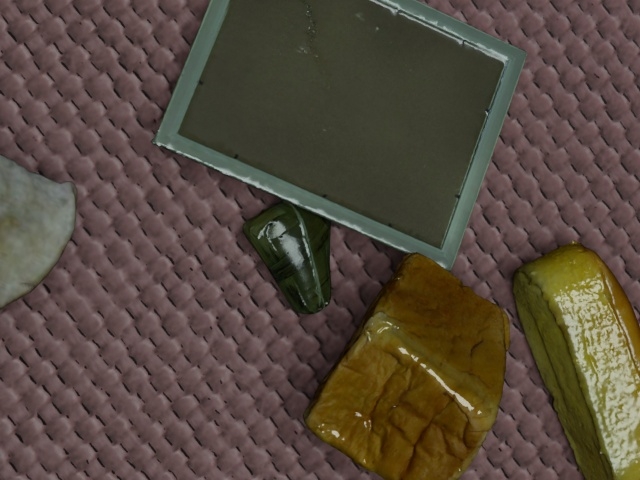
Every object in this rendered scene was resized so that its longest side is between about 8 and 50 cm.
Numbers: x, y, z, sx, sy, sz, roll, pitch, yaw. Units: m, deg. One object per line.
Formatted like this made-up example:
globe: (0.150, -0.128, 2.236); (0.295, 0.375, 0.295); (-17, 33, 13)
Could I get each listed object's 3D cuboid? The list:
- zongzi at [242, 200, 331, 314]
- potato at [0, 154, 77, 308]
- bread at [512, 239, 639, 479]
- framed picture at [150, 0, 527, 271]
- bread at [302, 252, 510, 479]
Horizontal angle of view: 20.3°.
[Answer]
zongzi: (0.000, 0.000, 1.608); (0.113, 0.052, 0.104); (-37, 106, -22)
potato: (-0.367, 0.002, 1.460); (0.264, 0.189, 0.211); (27, 62, -41)
bread: (0.258, 0.120, 1.632); (0.094, 0.102, 0.245); (-22, 94, -8)
framed picture: (0.022, -0.128, 1.599); (0.293, 0.018, 0.231); (24, 74, -11)
bread: (0.084, 0.122, 1.553); (0.143, 0.158, 0.149); (31, 125, -3)
